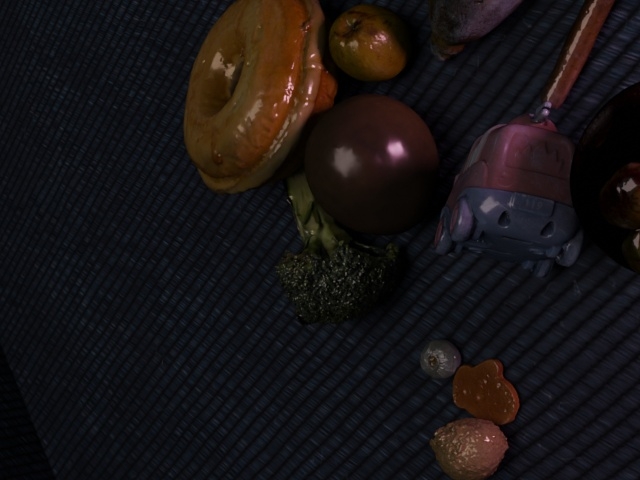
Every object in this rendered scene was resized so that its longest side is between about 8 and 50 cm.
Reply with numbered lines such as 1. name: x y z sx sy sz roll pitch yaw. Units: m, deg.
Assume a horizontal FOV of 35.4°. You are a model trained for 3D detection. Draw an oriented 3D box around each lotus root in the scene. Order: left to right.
1. lotus root: 0.262 -0.432 1.700 0.322 0.140 0.158 -53 57 37

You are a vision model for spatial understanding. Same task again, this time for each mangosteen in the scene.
1. mangosteen: 0.476 -0.082 1.373 0.297 0.313 0.297 22 119 47

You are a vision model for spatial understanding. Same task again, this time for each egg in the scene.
1. egg: 0.262 0.367 1.766 0.140 0.116 0.118 -33 92 39

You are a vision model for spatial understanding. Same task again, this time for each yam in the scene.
1. yam: 0.422 -0.331 1.606 0.046 0.046 0.264 42 121 36

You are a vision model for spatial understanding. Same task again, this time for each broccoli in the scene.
1. broccoli: 0.020 0.005 1.975 0.221 0.252 0.361 -46 26 33

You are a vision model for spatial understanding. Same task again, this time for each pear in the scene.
1. pear: 0.093 -0.368 1.868 0.149 0.162 0.148 -6 80 38

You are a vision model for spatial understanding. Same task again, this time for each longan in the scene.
1. longan: 0.094 -0.136 1.826 0.258 0.258 0.258 4 95 46

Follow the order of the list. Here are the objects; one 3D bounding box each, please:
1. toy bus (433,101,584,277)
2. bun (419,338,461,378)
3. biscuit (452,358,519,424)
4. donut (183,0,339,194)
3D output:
1. toy bus: 0.308 -0.079 1.595 0.294 0.197 0.231 107 176 -80
2. bun: 0.219 0.219 1.849 0.083 0.045 0.083 9 103 43
3. biscuit: 0.298 0.265 1.786 0.140 0.023 0.118 31 114 41
4. donut: -0.126 -0.301 2.016 0.449 0.198 0.449 -29 52 44
